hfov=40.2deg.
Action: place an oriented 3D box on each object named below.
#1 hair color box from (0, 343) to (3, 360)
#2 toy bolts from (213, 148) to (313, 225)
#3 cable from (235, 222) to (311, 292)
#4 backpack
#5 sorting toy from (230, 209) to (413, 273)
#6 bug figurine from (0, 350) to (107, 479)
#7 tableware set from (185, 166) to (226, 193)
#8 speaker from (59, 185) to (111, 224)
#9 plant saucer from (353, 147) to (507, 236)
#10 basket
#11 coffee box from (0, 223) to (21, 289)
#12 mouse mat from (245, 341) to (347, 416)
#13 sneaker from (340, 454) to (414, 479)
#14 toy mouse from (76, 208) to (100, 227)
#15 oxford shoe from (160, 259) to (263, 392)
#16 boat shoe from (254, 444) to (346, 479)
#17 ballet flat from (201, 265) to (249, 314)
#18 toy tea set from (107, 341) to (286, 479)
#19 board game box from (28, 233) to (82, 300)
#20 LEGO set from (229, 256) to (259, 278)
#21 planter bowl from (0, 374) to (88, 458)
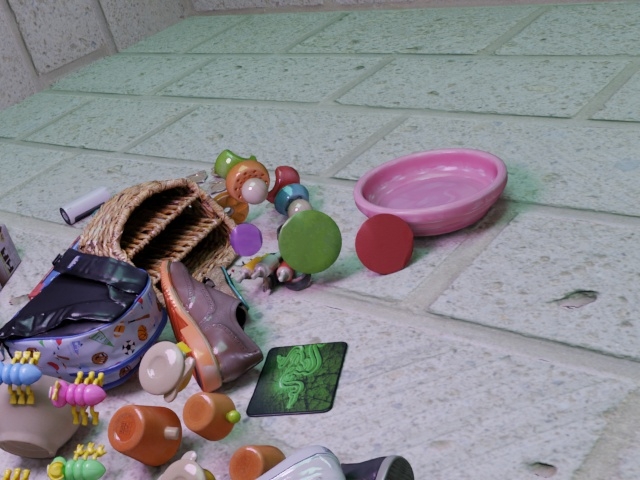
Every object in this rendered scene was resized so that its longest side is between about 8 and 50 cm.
[{"bbox_3d":[-0.848,0.220,1.780,0.347,0.173,0.105,-22,27,-12],"label":"hair color box"},{"bbox_3d":[-0.132,-0.080,2.019,0.229,0.218,0.158,6,30,-33],"label":"toy bolts"},{"bbox_3d":[-0.068,0.022,1.853,0.140,0.072,0.287,1,31,18],"label":"cable"},{"bbox_3d":[-0.427,0.161,1.640,0.263,0.213,0.276,-10,34,28],"label":"backpack"},{"bbox_3d":[0.000,0.000,1.786,0.366,0.127,0.126,1,3,-4],"label":"sorting toy"},{"bbox_3d":[-0.442,0.302,1.372,0.216,0.072,0.279,-2,71,-1],"label":"bug figurine"},{"bbox_3d":[-0.308,-0.161,2.363,0.141,0.020,0.168,-13,28,6],"label":"tableware set"},{"bbox_3d":[-0.636,-0.097,2.376,0.136,0.055,0.055,-33,33,-31],"label":"speaker"},{"bbox_3d":[0.240,-0.101,1.895,0.332,0.084,0.332,-11,25,5],"label":"plant saucer"},{"bbox_3d":[-0.340,-0.008,1.894,0.223,0.213,0.299,4,34,33],"label":"basket"},{"bbox_3d":[-0.860,0.090,2.081,0.168,0.118,0.297,-10,28,9],"label":"coffee box"},{"bbox_3d":[-0.038,0.237,1.517,0.153,0.007,0.189,-7,28,16],"label":"mouse mat"},{"bbox_3d":[0.039,0.387,1.152,0.118,0.083,0.222,-19,29,43],"label":"sneaker"},{"bbox_3d":[-0.541,-0.068,2.300,0.161,0.031,0.143,-9,29,12],"label":"toy mouse"},{"bbox_3d":[-0.213,0.146,1.657,0.133,0.130,0.363,-18,39,-15],"label":"oxford shoe"},{"bbox_3d":[-0.078,0.378,1.142,0.268,0.096,0.088,-32,24,-5],"label":"boat shoe"},{"bbox_3d":[-0.197,0.113,1.767,0.067,0.073,0.206,-31,22,-7],"label":"ballet flat"},{"bbox_3d":[-0.182,0.315,1.345,0.336,0.124,0.200,38,91,36],"label":"toy tea set"},{"bbox_3d":[-0.568,0.057,2.092,0.145,0.027,0.281,-5,29,16],"label":"board game box"},{"bbox_3d":[-0.165,0.065,1.885,0.083,0.023,0.054,-25,24,11],"label":"LEGO set"},{"bbox_3d":[-0.485,0.306,1.486,0.162,0.162,0.109,-5,57,20],"label":"planter bowl"}]
